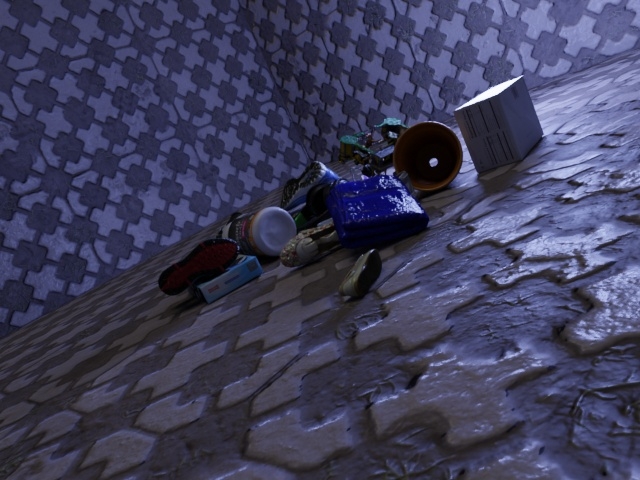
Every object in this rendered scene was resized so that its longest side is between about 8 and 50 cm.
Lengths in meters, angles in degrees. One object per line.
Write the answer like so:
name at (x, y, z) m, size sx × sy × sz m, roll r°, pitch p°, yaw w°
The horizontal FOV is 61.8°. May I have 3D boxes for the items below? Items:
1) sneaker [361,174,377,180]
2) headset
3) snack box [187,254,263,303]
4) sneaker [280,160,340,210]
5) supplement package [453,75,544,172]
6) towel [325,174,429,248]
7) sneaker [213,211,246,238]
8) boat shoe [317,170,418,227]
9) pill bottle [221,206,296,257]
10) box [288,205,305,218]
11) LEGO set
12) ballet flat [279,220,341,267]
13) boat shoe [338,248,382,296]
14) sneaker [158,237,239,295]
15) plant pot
sneaker at (0.213, -0.249, 2.206) m, size 0.071 × 0.068 × 0.170 m, roll -14°, pitch 14°, yaw 21°
headset at (0.063, -0.126, 1.887) m, size 0.394 × 0.185 × 0.243 m, roll -46°, pitch 19°, yaw -22°
snack box at (-0.317, 0.111, 1.682) m, size 0.187 × 0.060 × 0.322 m, roll -30°, pitch 12°, yaw -21°
sneaker at (-0.044, -0.183, 2.089) m, size 0.330 × 0.147 × 0.130 m, roll -26°, pitch 48°, yaw 51°
supplement package at (0.547, -0.357, 1.630) m, size 0.145 × 0.204 × 0.262 m, roll -16°, pitch 15°, yaw 41°
towel at (0.135, -0.091, 1.387) m, size 0.227 × 0.076 × 0.308 m, roll -15°, pitch 25°, yaw 0°
sneaker at (-0.347, 0.004, 2.076) m, size 0.330 × 0.122 × 0.146 m, roll -37°, pitch 23°, yaw 55°
boat shoe at (0.128, -0.098, 1.586) m, size 0.320 × 0.103 × 0.118 m, roll -23°, pitch 11°, yaw 6°
pill bottle at (-0.215, -0.018, 1.802) m, size 0.162 × 0.162 × 0.278 m, roll -32°, pitch 13°, yaw -34°
box at (-0.140, -0.060, 2.095) m, size 0.183 × 0.059 × 0.233 m, roll -23°, pitch 11°, yaw 10°
LEGO set at (0.222, -0.273, 1.864) m, size 0.254 × 0.192 × 0.331 m, roll 28°, pitch 45°, yaw 31°
ballet flat at (0.000, 0.000, 1.446) m, size 0.240 × 0.091 × 0.077 m, roll -28°, pitch 7°, yaw -8°
boat shoe at (0.082, 0.064, 1.074) m, size 0.048 × 0.056 × 0.153 m, roll -13°, pitch 23°, yaw 30°
sneaker at (-0.357, 0.060, 1.588) m, size 0.261 × 0.104 × 0.125 m, roll -27°, pitch 10°, yaw 5°
plant pot at (0.344, -0.253, 1.666) m, size 0.205 × 0.205 × 0.188 m, roll -21°, pitch -4°, yaw 19°
